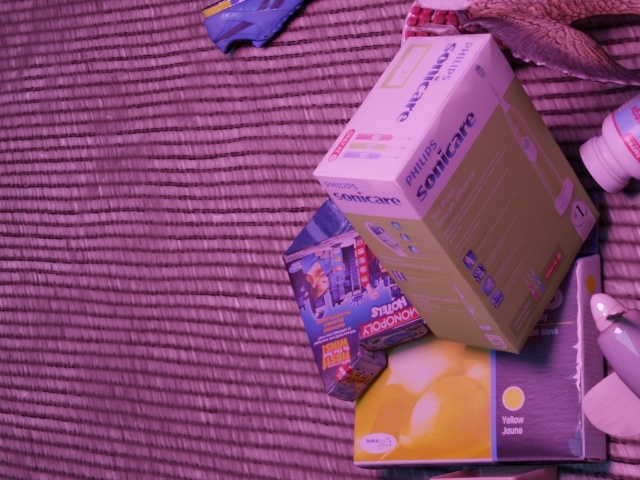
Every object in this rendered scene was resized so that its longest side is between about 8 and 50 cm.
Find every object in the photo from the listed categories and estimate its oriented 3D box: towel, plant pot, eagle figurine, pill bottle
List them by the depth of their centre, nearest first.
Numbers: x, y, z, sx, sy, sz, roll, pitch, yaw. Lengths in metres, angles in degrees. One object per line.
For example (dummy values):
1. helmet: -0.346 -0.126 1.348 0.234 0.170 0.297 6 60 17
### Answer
1. pill bottle: 0.368 -0.122 1.477 0.160 0.087 0.087 -37 60 26
2. plant pot: 0.199 0.306 1.506 0.109 0.109 0.096 -9 84 36
3. eagle figurine: 0.260 -0.246 1.506 0.298 0.225 0.226 -17 78 60
4. towel: 0.000 0.000 1.767 0.119 0.029 0.067 -52 54 17

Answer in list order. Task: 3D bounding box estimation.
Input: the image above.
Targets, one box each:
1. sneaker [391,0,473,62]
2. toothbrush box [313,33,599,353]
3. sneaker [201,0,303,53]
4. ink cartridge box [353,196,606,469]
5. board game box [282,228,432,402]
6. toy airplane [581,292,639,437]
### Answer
1. sneaker: 0.126 -0.170 1.660 0.112 0.121 0.299 158 125 -65
2. toothbrush box: 0.153 -0.048 1.437 0.122 0.283 0.206 8 56 45
3. sneaker: -0.064 -0.322 1.874 0.209 0.069 0.082 -19 102 24
4. ink cartridge box: 0.180 0.110 1.579 0.304 0.072 0.307 -9 75 35
5. board game box: 0.054 0.085 1.602 0.194 0.060 0.194 -20 64 32
6. toy airplane: 0.447 0.038 1.264 0.384 0.272 0.386 15 89 38
